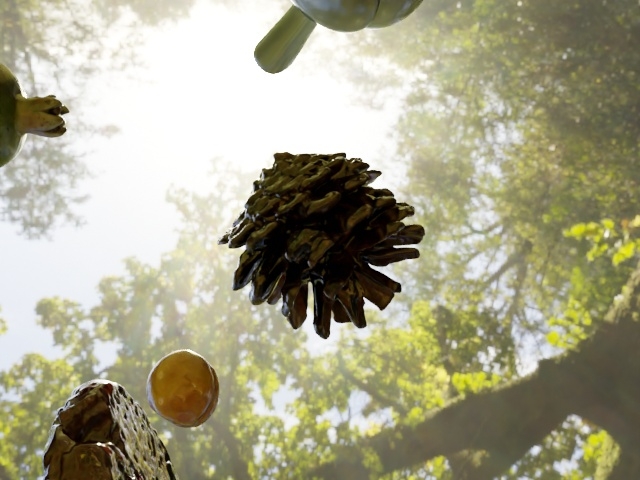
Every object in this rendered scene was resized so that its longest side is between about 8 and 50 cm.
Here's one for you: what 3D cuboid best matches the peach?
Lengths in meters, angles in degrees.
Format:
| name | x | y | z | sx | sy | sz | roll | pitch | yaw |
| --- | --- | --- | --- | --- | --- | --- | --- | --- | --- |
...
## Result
| name | x | y | z | sx | sy | sz | roll | pitch | yaw |
| --- | --- | --- | --- | --- | --- | --- | --- | --- | --- |
| peach | -0.245 | 0.261 | 1.321 | 0.138 | 0.138 | 0.138 | 6 | -158 | -2 |

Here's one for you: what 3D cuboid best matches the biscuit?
| name | x | y | z | sx | sy | sz | roll | pitch | yaw |
| --- | --- | --- | --- | --- | --- | --- | --- | --- | --- |
| biscuit | -0.097 | 0.168 | 0.400 | 0.049 | 0.192 | 0.192 | -20 | -154 | -4 |

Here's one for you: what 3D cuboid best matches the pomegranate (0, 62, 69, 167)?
| name | x | y | z | sx | sy | sz | roll | pitch | yaw |
| --- | --- | --- | --- | --- | --- | --- | --- | --- | --- |
| pomegranate | -0.494 | -0.178 | 1.091 | 0.211 | 0.179 | 0.179 | 21 | -154 | 18 |

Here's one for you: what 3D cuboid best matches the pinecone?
| name | x | y | z | sx | sy | sz | roll | pitch | yaw |
| --- | --- | --- | --- | --- | --- | --- | --- | --- | --- |
| pinecone | 0.002 | 0.002 | 0.805 | 0.201 | 0.202 | 0.229 | 33 | -161 | 0 |

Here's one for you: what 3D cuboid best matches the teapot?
| name | x | y | z | sx | sy | sz | roll | pitch | yaw |
| --- | --- | --- | --- | --- | --- | --- | --- | --- | --- |
| teapot | 0.023 | -0.311 | 0.920 | 0.220 | 0.318 | 0.149 | 31 | -114 | 15 |
